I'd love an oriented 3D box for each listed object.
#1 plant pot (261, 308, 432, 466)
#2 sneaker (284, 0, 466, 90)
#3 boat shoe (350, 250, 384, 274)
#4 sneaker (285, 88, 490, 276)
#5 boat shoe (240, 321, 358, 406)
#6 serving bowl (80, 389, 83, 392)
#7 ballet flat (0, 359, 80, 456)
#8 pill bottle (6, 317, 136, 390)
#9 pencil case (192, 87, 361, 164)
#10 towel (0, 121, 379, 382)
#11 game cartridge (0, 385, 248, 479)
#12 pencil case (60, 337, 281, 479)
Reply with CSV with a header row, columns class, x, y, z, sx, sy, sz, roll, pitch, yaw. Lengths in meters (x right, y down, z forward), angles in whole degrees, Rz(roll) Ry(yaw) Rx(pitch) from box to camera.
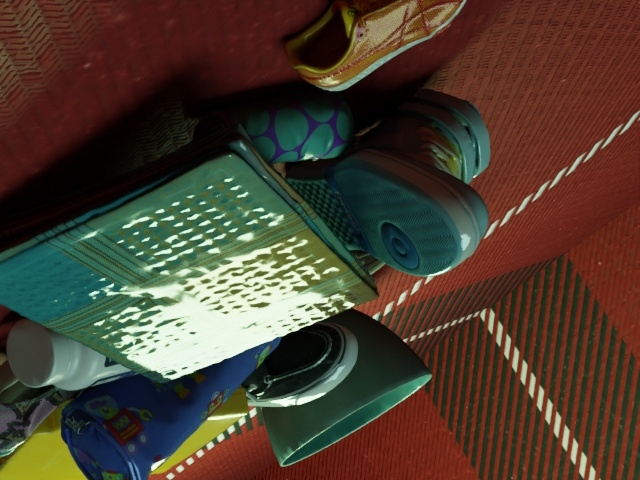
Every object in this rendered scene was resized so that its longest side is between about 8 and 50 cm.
class,x,y,z,sx,sy,sz,roll,pitch,yaw
plant pot,0.011,0.218,1.882,0.290,0.195,0.290,-30,166,-8
sneaker,0.051,-0.179,0.881,0.175,0.064,0.067,-38,155,16
boat shoe,0.004,0.006,1.360,0.257,0.095,0.095,-22,157,-32
sneaker,0.110,-0.074,1.101,0.208,0.127,0.319,-32,-159,-18
boat shoe,-0.103,0.160,1.527,0.306,0.113,0.105,-9,151,26
serving bowl,-0.282,0.187,1.510,0.083,0.027,0.083,-29,167,-8
ballet flat,-0.306,0.148,1.204,0.221,0.076,0.079,-53,150,-67
pill bottle,-0.238,0.103,1.173,0.094,0.094,0.169,-39,164,29
pencil case,-0.038,-0.091,0.983,0.151,0.064,0.070,-17,126,-43
towel,-0.120,0.030,1.017,0.271,0.040,0.370,-22,154,12
game cartridge,-0.287,0.266,1.513,0.285,0.053,0.323,0,155,-30
pencil case,-0.175,0.163,1.324,0.306,0.133,0.119,-43,162,-41
